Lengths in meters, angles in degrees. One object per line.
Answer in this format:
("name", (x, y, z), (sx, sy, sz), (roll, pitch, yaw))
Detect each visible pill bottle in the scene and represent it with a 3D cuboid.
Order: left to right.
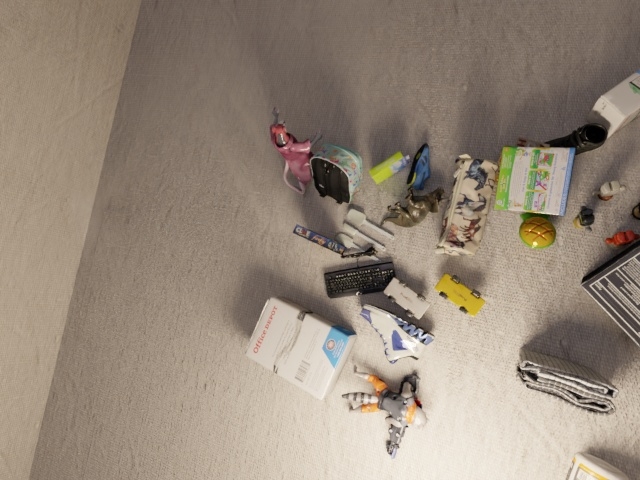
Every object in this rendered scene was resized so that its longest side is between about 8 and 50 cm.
("pill bottle", (0.894, 0.876, 1.377), (0.162, 0.162, 0.278), (21, 89, 21))

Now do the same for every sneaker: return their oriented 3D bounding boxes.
("sneaker", (0.285, 0.395, 1.685), (0.315, 0.127, 0.182), (26, 88, 20))
("sneaker", (0.441, -0.316, 1.787), (0.082, 0.069, 0.209), (22, 79, -11))
("sneaker", (0.932, -0.365, 1.571), (0.295, 0.147, 0.105), (-17, 78, 17))

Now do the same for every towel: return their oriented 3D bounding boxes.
("towel", (0.827, 0.487, 1.426), (0.283, 0.235, 0.121), (13, 92, 21))

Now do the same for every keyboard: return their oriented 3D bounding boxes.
("keyboard", (0.166, 0.138, 1.813), (0.317, 0.033, 0.202), (-12, 82, 17))

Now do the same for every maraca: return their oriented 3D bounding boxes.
("maraca", (0.831, -0.047, 1.585), (0.127, 0.099, 0.186), (1, 56, 16))

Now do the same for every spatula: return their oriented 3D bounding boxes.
("spatula", (0.198, -0.018, 1.837), (0.242, 0.019, 0.168), (31, 94, 21))

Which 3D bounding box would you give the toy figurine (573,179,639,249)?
("toy figurine", (1.061, -0.093, 1.490), (0.209, 0.148, 0.213), (35, 96, 27))

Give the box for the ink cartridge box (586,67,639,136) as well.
("ink cartridge box", (1.147, -0.526, 1.491), (0.278, 0.201, 0.117), (-36, 71, 11))

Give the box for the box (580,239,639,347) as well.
("box", (1.102, 0.164, 1.371), (0.294, 0.182, 0.296), (-46, 69, 27))

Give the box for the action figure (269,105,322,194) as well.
("action figure", (-0.149, -0.409, 1.836), (0.248, 0.370, 0.276), (30, 90, 20))

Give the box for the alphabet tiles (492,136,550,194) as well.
("alphabet tiles", (0.793, -0.276, 1.626), (0.198, 0.009, 0.237), (26, 107, 31))

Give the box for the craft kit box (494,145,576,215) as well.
("craft kit box", (0.814, -0.229, 1.576), (0.246, 0.061, 0.250), (11, 99, 32))

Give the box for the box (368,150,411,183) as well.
("box", (0.305, -0.321, 1.803), (0.178, 0.109, 0.042), (-31, 71, 12))

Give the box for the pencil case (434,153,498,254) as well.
("pencil case", (0.573, -0.127, 1.643), (0.183, 0.160, 0.410), (16, 87, -20))

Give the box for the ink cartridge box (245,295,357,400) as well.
("ink cartridge box", (-0.084, 0.449, 1.785), (0.395, 0.166, 0.285), (24, 89, 20))

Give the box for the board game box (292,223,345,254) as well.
("board game box", (0.000, 0.000, 1.786), (0.165, 0.243, 0.042), (24, 89, 21))

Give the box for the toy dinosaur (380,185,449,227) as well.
("toy dinosaur", (0.384, -0.120, 1.735), (0.160, 0.121, 0.313), (42, 113, -12))

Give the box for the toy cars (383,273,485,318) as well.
("toy cars", (0.459, 0.230, 1.678), (0.393, 0.087, 0.176), (-7, 74, 22))

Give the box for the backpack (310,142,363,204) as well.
("backpack", (0.073, -0.308, 1.809), (0.225, 0.253, 0.191), (27, 71, 22))

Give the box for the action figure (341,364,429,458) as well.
("action figure", (0.257, 0.684, 1.628), (0.330, 0.178, 0.341), (7, 82, 30))
